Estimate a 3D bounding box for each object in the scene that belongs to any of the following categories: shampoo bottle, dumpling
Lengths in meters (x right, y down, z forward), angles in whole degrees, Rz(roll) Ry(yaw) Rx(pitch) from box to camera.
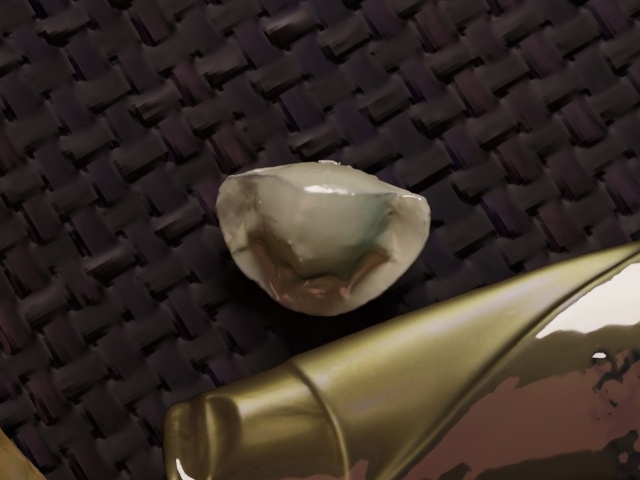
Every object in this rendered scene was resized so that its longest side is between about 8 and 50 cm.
[{"bbox_3d":[0.119,0.062,0.725,0.350,0.084,0.126,-9,83,2],"label":"shampoo bottle"},{"bbox_3d":[-0.001,0.000,0.762,0.077,0.043,0.059,1,98,-13],"label":"dumpling"}]

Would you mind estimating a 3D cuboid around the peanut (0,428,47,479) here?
[{"bbox_3d":[-0.180,0.084,0.722,0.236,0.110,0.120,44,94,10],"label":"peanut"}]
